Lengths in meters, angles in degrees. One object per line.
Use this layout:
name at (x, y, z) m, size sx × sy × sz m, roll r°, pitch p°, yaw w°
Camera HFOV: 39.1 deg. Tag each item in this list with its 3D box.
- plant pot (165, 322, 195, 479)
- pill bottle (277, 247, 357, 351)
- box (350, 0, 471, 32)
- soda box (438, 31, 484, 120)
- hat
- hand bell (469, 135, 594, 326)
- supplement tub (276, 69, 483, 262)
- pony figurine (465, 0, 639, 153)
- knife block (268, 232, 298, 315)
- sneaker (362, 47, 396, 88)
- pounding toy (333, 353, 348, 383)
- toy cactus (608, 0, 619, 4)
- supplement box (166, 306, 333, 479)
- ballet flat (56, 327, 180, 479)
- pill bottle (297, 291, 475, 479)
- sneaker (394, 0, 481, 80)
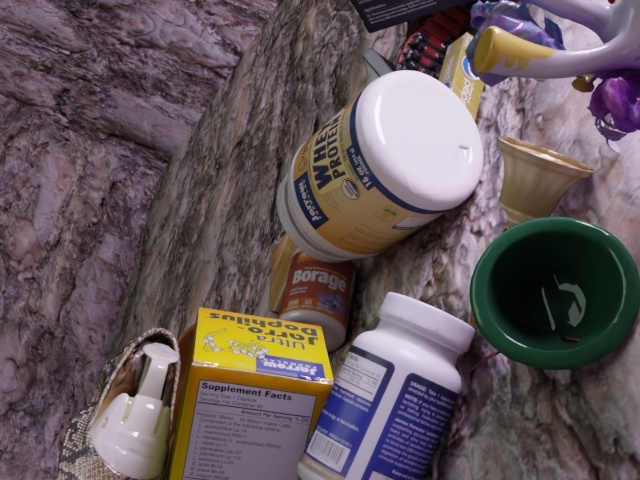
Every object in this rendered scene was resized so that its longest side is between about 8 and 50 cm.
plant pot at (-0.189, 0.319, 1.639) m, size 0.291 × 0.203 × 0.291 m, roll -51°, pitch 23°, yaw 32°
pill bottle at (0.000, 0.078, 1.595) m, size 0.121 × 0.121 × 0.216 m, roll -40°, pitch 30°, yaw 47°
box at (0.172, -0.565, 1.531) m, size 0.343 × 0.312 × 0.179 m, roll -10°, pitch 50°, yaw 29°
soda box at (0.235, -0.256, 1.524) m, size 0.058 × 0.061 × 0.181 m, roll -28°, pitch 39°, yaw 57°
hat at (0.271, 0.083, 1.058) m, size 0.208 × 0.183 × 0.173 m, roll 7°, pitch 73°, yaw 25°
hand bell at (0.245, 0.001, 1.156) m, size 0.126 × 0.126 × 0.242 m, roll -123°, pitch 49°, yaw -68°
supplement tub at (0.085, -0.104, 1.458) m, size 0.316 × 0.228 × 0.228 m, roll -36°, pitch 33°, yaw 52°
pony figurine at (0.332, -0.210, 0.903) m, size 0.303 × 0.363 × 0.351 m, roll -106°, pitch 30°, yaw -52°
knife block at (0.000, 0.000, 1.743) m, size 0.242 × 0.088 × 0.276 m, roll -52°, pitch 22°, yaw 30°
sneaker at (0.121, -0.320, 1.843) m, size 0.091 × 0.094 × 0.258 m, roll -52°, pitch 23°, yaw 17°
pounding toy at (0.058, 0.256, 1.291) m, size 0.130 × 0.100 × 0.141 m, roll -61°, pitch 9°, yaw 3°
toy cactus at (0.394, -0.341, 1.091) m, size 0.181 × 0.112 × 0.219 m, roll -59°, pitch -3°, yaw -22°
supplement box at (-0.117, 0.306, 1.313) m, size 0.195 × 0.194 × 0.357 m, roll -107°, pitch 28°, yaw -71°
ballet flat at (-0.291, 0.270, 1.397) m, size 0.182 × 0.164 × 0.483 m, roll -56°, pitch 14°, yaw 17°
pill bottle at (0.089, 0.210, 1.157) m, size 0.265 × 0.153 × 0.153 m, roll -65°, pitch 20°, yaw -6°
sneaker at (0.210, -0.395, 1.714) m, size 0.276 × 0.097 × 0.135 m, roll -63°, pitch 20°, yaw -7°
